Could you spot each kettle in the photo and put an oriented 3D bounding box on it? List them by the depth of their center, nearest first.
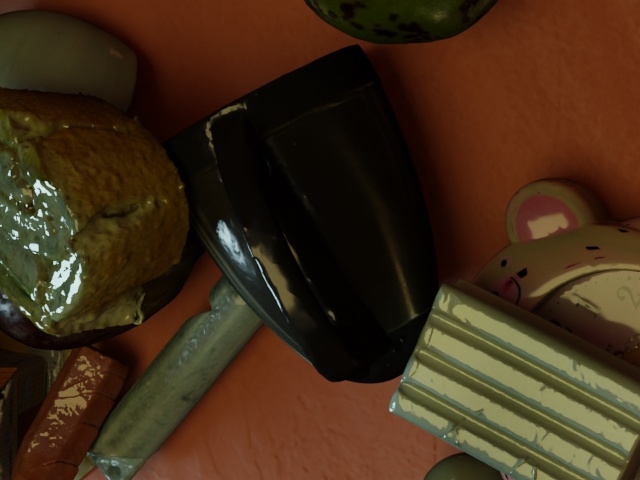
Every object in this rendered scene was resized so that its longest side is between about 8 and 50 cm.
[{"bbox_3d":[0.011,-0.006,1.680,0.271,0.207,0.251,62,163,-2],"label":"kettle"}]

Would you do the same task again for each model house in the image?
[{"bbox_3d":[-0.340,0.165,1.960,0.207,0.136,0.219,12,109,23],"label":"model house"}]

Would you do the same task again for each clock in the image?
[{"bbox_3d":[0.251,0.113,1.641,0.309,0.114,0.284,32,106,16],"label":"clock"}]

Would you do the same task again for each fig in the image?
[{"bbox_3d":[-0.178,0.009,1.844,0.274,0.170,0.145,-12,126,9],"label":"fig"}]

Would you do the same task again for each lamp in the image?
[{"bbox_3d":[0.167,0.213,1.756,0.163,0.091,0.091,-31,89,15],"label":"lamp"}]

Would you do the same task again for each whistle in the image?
[{"bbox_3d":[-0.128,0.122,1.886,0.062,0.062,0.312,45,119,10],"label":"whistle"}]

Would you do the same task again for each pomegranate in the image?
[{"bbox_3d":[0.064,-0.266,1.582,0.211,0.263,0.211,-1,79,4],"label":"pomegranate"}]

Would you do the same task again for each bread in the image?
[{"bbox_3d":[-0.231,-0.033,1.686,0.257,0.124,0.186,35,124,40],"label":"bread"}]

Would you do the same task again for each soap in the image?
[{"bbox_3d":[0.167,0.126,1.585,0.198,0.066,0.119,28,105,20],"label":"soap"}]

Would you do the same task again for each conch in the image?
[{"bbox_3d":[-0.276,-0.129,1.844,0.221,0.121,0.185,-22,73,26],"label":"conch"}]

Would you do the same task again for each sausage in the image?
[{"bbox_3d":[-0.248,0.184,1.920,0.065,0.065,0.169,27,87,18],"label":"sausage"}]
